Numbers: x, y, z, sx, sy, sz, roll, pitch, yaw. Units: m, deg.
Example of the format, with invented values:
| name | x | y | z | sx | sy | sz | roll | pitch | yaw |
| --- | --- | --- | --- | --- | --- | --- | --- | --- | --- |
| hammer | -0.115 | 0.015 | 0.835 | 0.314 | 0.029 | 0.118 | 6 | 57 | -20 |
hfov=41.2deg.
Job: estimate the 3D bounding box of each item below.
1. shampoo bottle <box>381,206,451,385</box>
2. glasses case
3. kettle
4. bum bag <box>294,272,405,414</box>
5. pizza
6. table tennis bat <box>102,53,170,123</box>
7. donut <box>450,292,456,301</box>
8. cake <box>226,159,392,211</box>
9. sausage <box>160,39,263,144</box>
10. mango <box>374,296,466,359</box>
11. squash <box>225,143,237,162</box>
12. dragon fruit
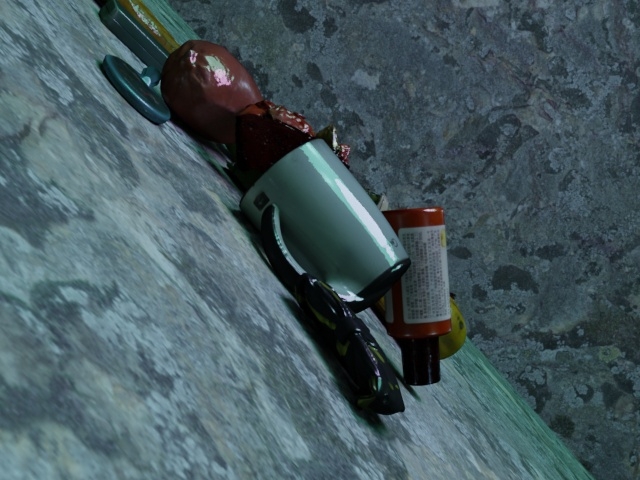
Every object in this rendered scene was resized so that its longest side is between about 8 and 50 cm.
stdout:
| name | x | y | z | sx | sy | sz | roll | pitch | yaw |
| --- | --- | --- | --- | --- | --- | --- | --- | --- | --- |
| shampoo bottle | 0.151 | 0.089 | 1.339 | 0.104 | 0.104 | 0.278 | -19 | 106 | -83 |
| glasses case | -0.326 | -0.362 | 1.570 | 0.184 | 0.039 | 0.078 | 44 | 8 | -36 |
| kettle | 0.000 | 0.000 | 1.218 | 0.236 | 0.161 | 0.221 | 51 | 35 | 8 |
| bum bag | 0.035 | 0.125 | 1.038 | 0.232 | 0.060 | 0.107 | 57 | 2 | 43 |
| pizza | -0.371 | -0.449 | 1.707 | 0.292 | 0.058 | 0.197 | 46 | 6 | -37 |
| table tennis bat | -0.265 | -0.228 | 1.255 | 0.124 | 0.033 | 0.201 | 47 | 12 | -15 |
| donut | 0.228 | 0.151 | 1.823 | 0.059 | 0.140 | 0.140 | 39 | 7 | 2 |
| cake | -0.042 | -0.022 | 1.431 | 0.283 | 0.172 | 0.158 | 16 | -9 | 14 |
| sausage | -0.177 | -0.240 | 1.421 | 0.148 | 0.148 | 0.254 | 51 | 3 | 20 |
| mango | 0.180 | 0.128 | 1.672 | 0.262 | 0.130 | 0.167 | 47 | -1 | 34 |
| squash | -0.062 | -0.116 | 1.580 | 0.395 | 0.107 | 0.107 | 45 | 7 | 1 |
| dragon fruit | -0.044 | -0.148 | 1.336 | 0.192 | 0.123 | 0.092 | 23 | -7 | 2 |
